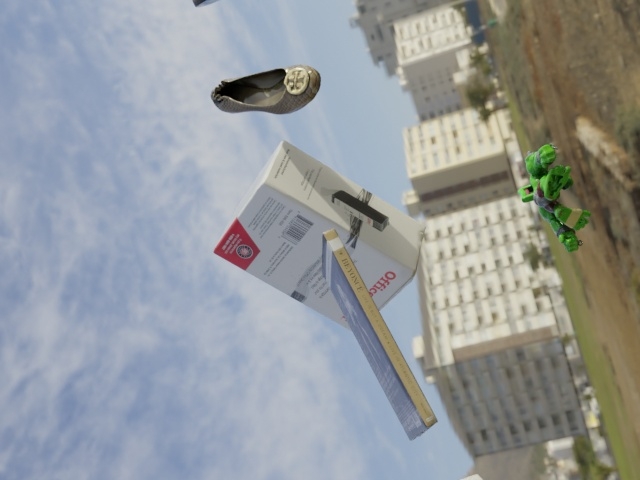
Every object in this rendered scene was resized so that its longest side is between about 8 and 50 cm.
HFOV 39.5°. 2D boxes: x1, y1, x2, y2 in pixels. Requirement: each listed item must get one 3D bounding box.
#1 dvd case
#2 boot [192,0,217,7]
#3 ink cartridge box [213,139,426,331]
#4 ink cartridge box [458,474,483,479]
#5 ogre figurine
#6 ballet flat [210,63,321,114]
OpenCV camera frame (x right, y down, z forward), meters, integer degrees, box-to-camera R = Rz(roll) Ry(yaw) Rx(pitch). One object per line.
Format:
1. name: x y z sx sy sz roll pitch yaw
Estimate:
1. dvd case: 0.058 0.106 0.960 0.221 0.018 0.164 61 172 15
2. boot: -0.141 -0.485 1.279 0.229 0.263 0.091 65 -159 -8
3. ink cartridge box: 0.000 0.000 1.411 0.273 0.197 0.114 31 -135 -10
4. ink cartridge box: 0.170 0.508 1.305 0.130 0.271 0.309 47 130 41
5. ogre figurine: 0.409 -0.087 1.586 0.197 0.097 0.118 47 -173 -21
6. ballet flat: -0.103 -0.263 1.549 0.058 0.249 0.084 23 -105 -46
